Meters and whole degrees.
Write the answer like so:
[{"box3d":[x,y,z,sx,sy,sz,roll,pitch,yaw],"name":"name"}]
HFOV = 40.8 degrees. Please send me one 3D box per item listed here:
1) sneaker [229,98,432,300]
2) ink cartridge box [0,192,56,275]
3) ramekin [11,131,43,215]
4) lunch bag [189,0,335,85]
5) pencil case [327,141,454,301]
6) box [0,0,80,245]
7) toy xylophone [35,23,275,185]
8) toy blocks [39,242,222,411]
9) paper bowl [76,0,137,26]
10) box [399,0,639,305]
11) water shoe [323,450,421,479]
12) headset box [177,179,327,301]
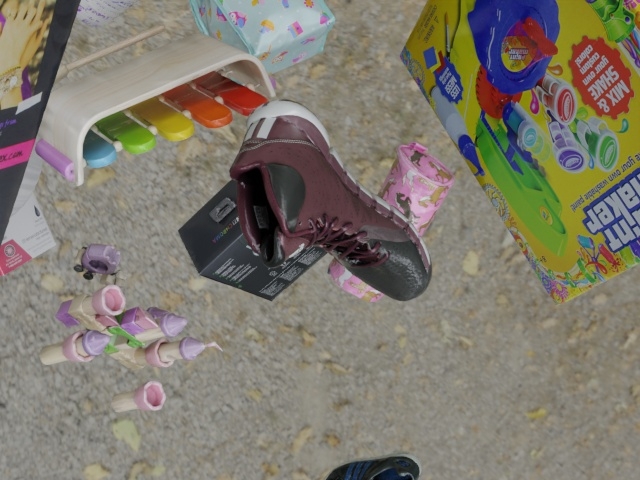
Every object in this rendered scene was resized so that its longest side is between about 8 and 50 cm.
[{"box3d":[0.000,0.000,0.901,0.106,0.162,0.281,-30,113,38],"name":"sneaker"},{"box3d":[-0.641,-0.060,1.660,0.100,0.172,0.237,-14,105,24],"name":"ink cartridge box"},{"box3d":[-0.527,-0.130,1.237,0.272,0.127,0.273,-1,87,10],"name":"ramekin"},{"box3d":[-0.137,-0.482,1.779,0.223,0.160,0.262,-29,78,-23],"name":"lunch bag"},{"box3d":[0.165,-0.040,2.031,0.160,0.167,0.386,-25,150,-56],"name":"pencil case"},{"box3d":[-0.249,-0.119,0.469,0.165,0.143,0.270,28,108,13],"name":"box"},{"box3d":[-0.228,-0.196,1.133,0.322,0.236,0.081,-24,128,-20],"name":"toy xylophone"},{"box3d":[-0.397,0.177,1.886,0.260,0.309,0.288,-17,135,31],"name":"toy blocks"},{"box3d":[-0.287,-0.400,0.978,0.148,0.284,0.284,-36,119,9],"name":"paper bowl"},{"box3d":[0.237,-0.137,0.673,0.177,0.290,0.279,-27,79,-17],"name":"box"},{"box3d":[0.079,0.429,1.528,0.203,0.080,0.073,-27,93,22],"name":"water shoe"},{"box3d":[-0.124,-0.019,1.830,0.246,0.131,0.283,-42,147,17],"name":"headset box"}]
